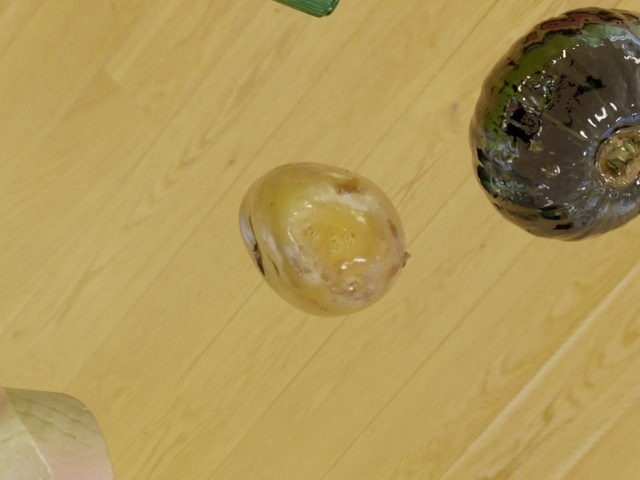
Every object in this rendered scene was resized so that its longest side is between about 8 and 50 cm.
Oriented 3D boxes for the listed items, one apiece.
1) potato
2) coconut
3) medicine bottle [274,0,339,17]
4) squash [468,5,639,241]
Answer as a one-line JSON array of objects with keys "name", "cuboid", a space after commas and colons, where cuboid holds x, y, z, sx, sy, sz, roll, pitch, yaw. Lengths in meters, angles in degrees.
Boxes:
[{"name": "potato", "cuboid": [0.000, 0.000, 0.972, 0.146, 0.234, 0.150, 4, 93, -16]}, {"name": "coconut", "cuboid": [-0.346, 0.292, 1.146, 0.259, 0.259, 0.259, 1, 96, 7]}, {"name": "medicine bottle", "cuboid": [-0.106, -0.221, 0.701, 0.261, 0.064, 0.095, 18, 119, -16]}, {"name": "squash", "cuboid": [0.213, -0.093, 0.807, 0.193, 0.156, 0.193, -4, 101, -20]}]
